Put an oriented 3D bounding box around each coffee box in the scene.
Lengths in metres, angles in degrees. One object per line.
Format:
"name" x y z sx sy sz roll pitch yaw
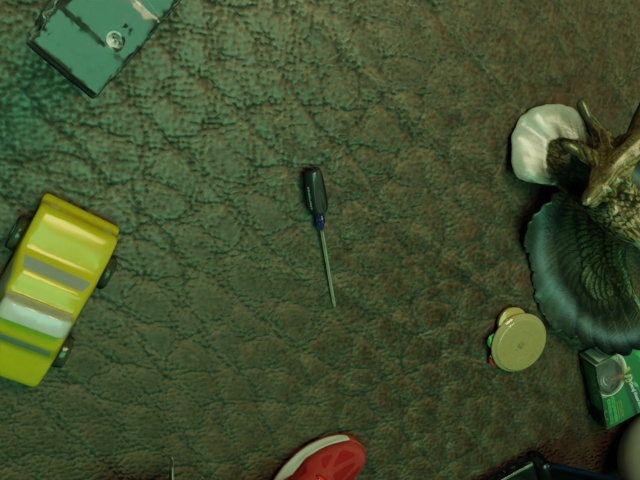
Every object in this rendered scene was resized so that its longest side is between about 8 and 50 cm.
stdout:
"coffee box" 0.451 0.170 0.956 0.184 0.040 0.113 -22 111 -12

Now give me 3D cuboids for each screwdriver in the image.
"screwdriver" 0.000 0.000 0.766 0.025 0.024 0.170 1 115 11

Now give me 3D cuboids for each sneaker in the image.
"sneaker" -0.018 0.318 0.781 0.221 0.128 0.087 -34 115 -17

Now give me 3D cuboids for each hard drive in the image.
"hard drive" -0.091 -0.264 0.535 0.064 0.237 0.339 41 90 -25

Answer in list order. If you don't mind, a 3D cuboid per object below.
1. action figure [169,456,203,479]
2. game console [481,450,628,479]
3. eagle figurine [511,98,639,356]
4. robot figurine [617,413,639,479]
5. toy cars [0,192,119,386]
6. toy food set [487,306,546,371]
"action figure" -0.223 0.370 0.729 0.276 0.141 0.164 -46 129 -1
"game console" 0.326 0.452 0.925 0.250 0.173 0.293 -24 111 -11
"eagle figurine" 0.356 -0.018 0.815 0.226 0.225 0.298 -5 150 23
"robot figurine" 0.552 0.319 0.960 0.278 0.173 0.209 11 57 -22
"toy cars" -0.360 0.096 0.630 0.393 0.087 0.177 -22 111 -12
"toy food set" 0.251 0.130 0.887 0.083 0.020 0.083 24 97 -24
